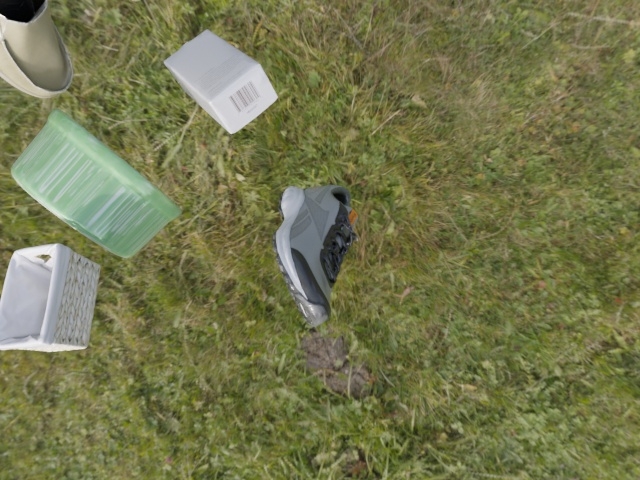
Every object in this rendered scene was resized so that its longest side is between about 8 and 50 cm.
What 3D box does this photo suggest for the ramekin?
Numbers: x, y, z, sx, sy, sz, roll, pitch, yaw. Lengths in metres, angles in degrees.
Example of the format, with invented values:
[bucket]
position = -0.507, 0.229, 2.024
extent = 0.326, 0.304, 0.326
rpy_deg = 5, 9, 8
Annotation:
[ramekin]
position = -0.442, -0.100, 0.964
extent = 0.303, 0.303, 0.148
rpy_deg = 39, 81, -1

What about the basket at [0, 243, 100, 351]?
[basket]
position = -0.453, 0.102, 0.818
extent = 0.113, 0.103, 0.167
rpy_deg = -8, 69, 19

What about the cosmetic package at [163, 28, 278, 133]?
[cosmetic package]
position = -0.194, -0.308, 0.928
extent = 0.117, 0.085, 0.231
rpy_deg = -39, 49, -6

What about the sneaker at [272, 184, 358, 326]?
[sneaker]
position = 0.000, 0.000, 0.661
extent = 0.108, 0.271, 0.100
rpy_deg = -13, 126, 9

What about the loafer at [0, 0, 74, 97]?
[loafer]
position = -0.405, -0.295, 0.647
extent = 0.092, 0.268, 0.101
rpy_deg = 16, 63, 13
